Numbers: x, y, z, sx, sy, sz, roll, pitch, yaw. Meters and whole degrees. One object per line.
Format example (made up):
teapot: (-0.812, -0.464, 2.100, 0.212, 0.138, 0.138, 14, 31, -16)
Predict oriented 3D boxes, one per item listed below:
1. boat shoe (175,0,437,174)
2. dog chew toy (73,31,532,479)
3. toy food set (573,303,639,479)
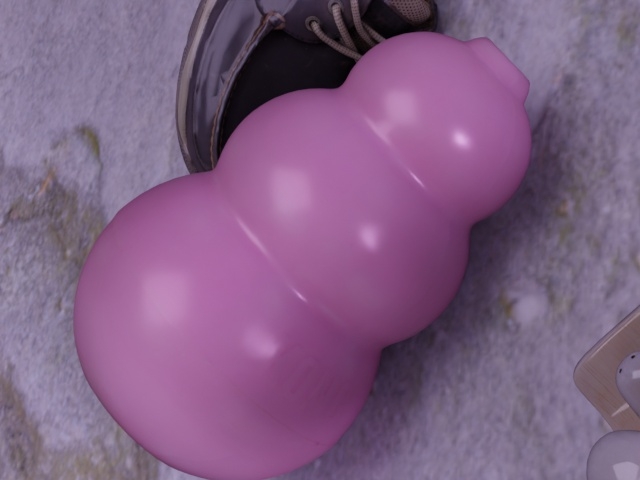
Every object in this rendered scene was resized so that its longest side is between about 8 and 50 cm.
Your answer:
boat shoe: (0.014, -0.184, 1.109, 0.130, 0.132, 0.355, 25, 88, 50)
dog chew toy: (0.000, 0.000, 0.978, 0.332, 0.206, 0.206, -43, 43, 9)
toy food set: (0.200, 0.056, 0.709, 0.220, 0.092, 0.306, -45, 6, 19)
